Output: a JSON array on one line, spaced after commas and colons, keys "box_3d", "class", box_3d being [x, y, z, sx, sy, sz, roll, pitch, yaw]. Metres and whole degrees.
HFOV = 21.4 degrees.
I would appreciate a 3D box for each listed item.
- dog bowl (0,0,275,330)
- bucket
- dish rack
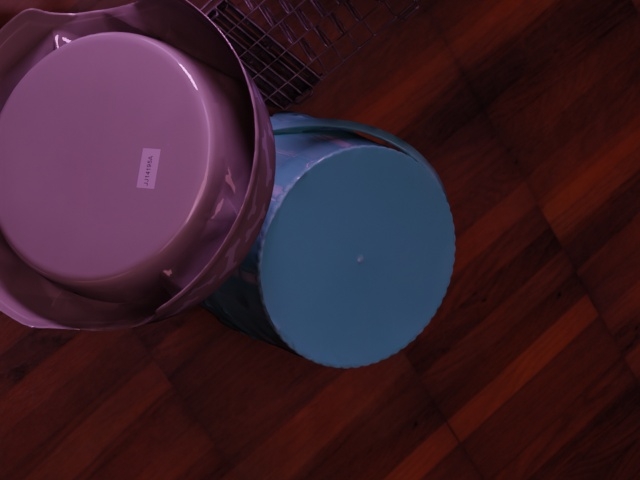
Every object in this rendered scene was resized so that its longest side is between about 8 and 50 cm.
[{"box_3d": [-0.200, -0.074, 1.652, 0.102, 0.348, 0.349, 23, 86, -65], "class": "dog bowl"}, {"box_3d": [0.000, 0.000, 1.832, 0.281, 0.183, 0.281, -7, 105, -29], "class": "bucket"}, {"box_3d": [-0.010, -0.266, 1.811, 0.271, 0.074, 0.208, -39, 137, 14], "class": "dish rack"}]
